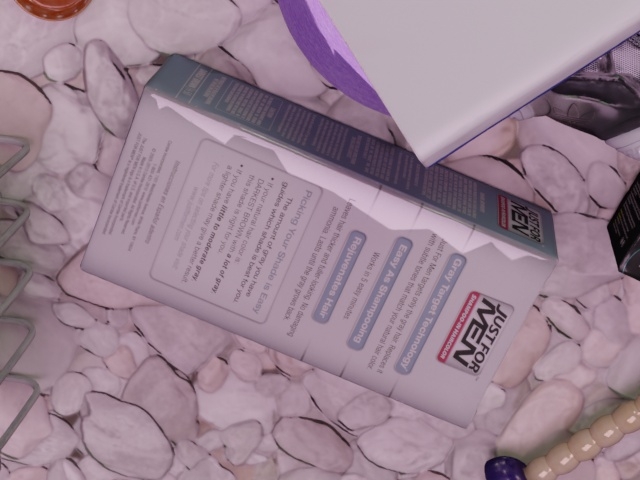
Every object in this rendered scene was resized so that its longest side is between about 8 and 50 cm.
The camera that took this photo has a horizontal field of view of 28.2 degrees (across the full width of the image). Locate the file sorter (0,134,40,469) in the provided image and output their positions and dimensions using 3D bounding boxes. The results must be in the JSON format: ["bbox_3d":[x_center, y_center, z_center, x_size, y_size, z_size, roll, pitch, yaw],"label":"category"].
[{"bbox_3d":[-0.366,0.046,1.163,0.193,0.173,0.278,6,113,6],"label":"file sorter"}]

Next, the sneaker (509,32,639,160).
[{"bbox_3d":[0.198,-0.159,0.958,0.268,0.101,0.153,19,106,0],"label":"sneaker"}]

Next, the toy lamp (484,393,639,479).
[{"bbox_3d":[0.285,0.169,1.192,0.274,0.080,0.080,-36,105,22],"label":"toy lamp"}]

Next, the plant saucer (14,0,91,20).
[{"bbox_3d":[-0.235,-0.234,1.115,0.083,0.013,0.083,2,114,5],"label":"plant saucer"}]

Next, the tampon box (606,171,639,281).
[{"bbox_3d":[0.338,-0.034,1.083,0.120,0.101,0.161,26,113,-5],"label":"tampon box"}]

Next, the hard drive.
[{"bbox_3d":[0.154,-0.225,0.903,0.318,0.040,0.210,-33,75,8],"label":"hard drive"}]

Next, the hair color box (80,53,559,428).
[{"bbox_3d":[0.000,0.000,1.133,0.374,0.113,0.185,23,114,-3],"label":"hair color box"}]

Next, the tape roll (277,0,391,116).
[{"bbox_3d":[0.101,-0.236,1.033,0.275,0.090,0.275,3,114,6],"label":"tape roll"}]
